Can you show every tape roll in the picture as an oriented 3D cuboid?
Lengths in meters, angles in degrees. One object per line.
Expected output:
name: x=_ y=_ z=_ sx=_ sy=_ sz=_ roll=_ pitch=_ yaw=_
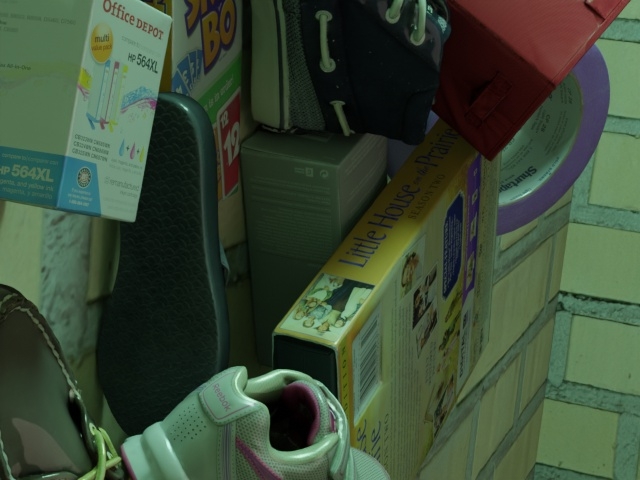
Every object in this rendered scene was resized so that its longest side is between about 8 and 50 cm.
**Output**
tape roll: x=0.207 y=-0.142 z=1.452 sx=0.275 sy=0.090 sz=0.275 roll=-19 pitch=130 yaw=-24

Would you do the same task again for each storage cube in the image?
storage cube: x=0.160 y=-0.223 z=1.110 sx=0.215 sy=0.193 sz=0.183 roll=-47 pitch=176 yaw=-18

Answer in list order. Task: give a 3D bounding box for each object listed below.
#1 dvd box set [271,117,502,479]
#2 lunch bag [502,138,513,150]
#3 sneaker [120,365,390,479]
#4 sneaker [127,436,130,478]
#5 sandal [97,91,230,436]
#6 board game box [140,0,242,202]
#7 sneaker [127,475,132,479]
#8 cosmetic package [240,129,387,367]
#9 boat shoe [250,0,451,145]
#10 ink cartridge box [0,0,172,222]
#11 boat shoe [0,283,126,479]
dvd box set: x=0.076 y=0.094 z=1.167 sx=0.420 sy=0.062 sz=0.307 roll=-52 pitch=147 yaw=-48
lunch bag: x=0.217 y=-0.279 z=1.593 sx=0.258 sy=0.120 sz=0.293 roll=80 pitch=28 yaw=-42
sneaker: x=-0.015 y=0.156 z=0.869 sx=0.111 sy=0.103 sz=0.252 roll=-45 pitch=145 yaw=17
sneaker: x=-0.064 y=0.211 z=0.991 sx=0.094 sy=0.151 sz=0.256 roll=-53 pitch=146 yaw=-50
sandal: x=-0.102 y=0.022 z=0.876 sx=0.054 sy=0.097 sz=0.254 roll=-25 pitch=122 yaw=-67
board game box: x=-0.095 y=-0.146 z=0.914 sx=0.124 sy=0.039 sz=0.259 roll=-40 pitch=133 yaw=-63
sneaker: x=-0.142 y=0.267 z=0.922 sx=0.088 sy=0.093 sz=0.225 roll=-81 pitch=-166 yaw=-87
cosmetic package: x=0.000 y=0.000 z=1.150 sx=0.127 sy=0.107 sz=0.238 roll=-50 pitch=148 yaw=-53
boat shoe: x=0.028 y=-0.214 z=0.956 sx=0.340 sy=0.158 sz=0.127 roll=89 pitch=13 yaw=-52
ink cartridge box: x=-0.151 y=-0.090 z=0.695 sx=0.092 sy=0.090 sz=0.143 roll=11 pitch=89 yaw=-70
boat shoe: x=-0.166 y=0.160 z=0.761 sx=0.116 sy=0.097 sz=0.324 roll=-55 pitch=148 yaw=-50
